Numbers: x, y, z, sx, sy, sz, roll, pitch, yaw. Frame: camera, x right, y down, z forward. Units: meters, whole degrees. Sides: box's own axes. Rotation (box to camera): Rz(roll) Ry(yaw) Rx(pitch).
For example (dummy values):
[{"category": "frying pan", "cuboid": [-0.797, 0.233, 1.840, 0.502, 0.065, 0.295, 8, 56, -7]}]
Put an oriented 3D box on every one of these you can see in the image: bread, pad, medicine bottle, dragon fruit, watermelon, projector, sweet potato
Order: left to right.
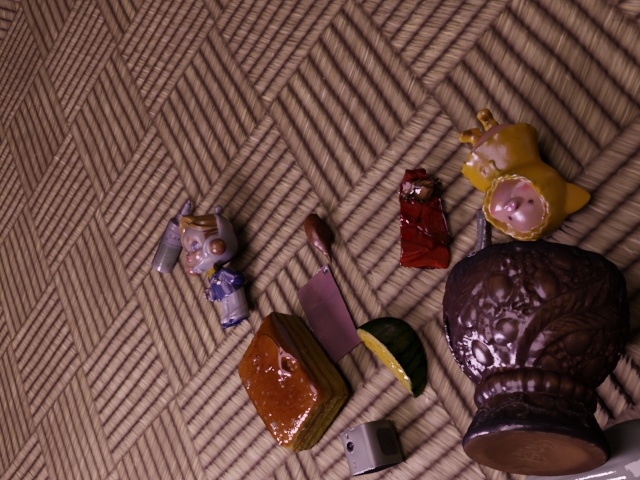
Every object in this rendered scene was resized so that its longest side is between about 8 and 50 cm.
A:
[{"category": "medicine bottle", "cuboid": [-0.365, -0.014, 2.007, 0.057, 0.058, 0.199, 42, 112, 40]}, {"category": "bread", "cuboid": [-0.065, 0.287, 1.632, 0.234, 0.111, 0.184, 50, 120, 36]}, {"category": "sweet potato", "cuboid": [0.000, 0.000, 1.650, 0.049, 0.049, 0.117, -44, 56, 32]}, {"category": "pad", "cuboid": [0.015, 0.155, 1.644, 0.113, 0.006, 0.187, -45, 56, 33]}, {"category": "projector", "cuboid": [0.094, 0.385, 1.480, 0.083, 0.083, 0.082, -34, 62, 36]}, {"category": "watermelon", "cuboid": [0.143, 0.195, 1.495, 0.181, 0.075, 0.092, 43, 158, 41]}, {"category": "dragon fruit", "cuboid": [0.191, -0.040, 1.470, 0.092, 0.122, 0.192, -1, 78, 5]}]

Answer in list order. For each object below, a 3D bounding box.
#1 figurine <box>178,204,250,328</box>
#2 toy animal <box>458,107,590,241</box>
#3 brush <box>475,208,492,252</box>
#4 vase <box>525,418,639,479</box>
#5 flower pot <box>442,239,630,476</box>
[{"category": "figurine", "cuboid": [-0.228, 0.057, 1.821, 0.274, 0.133, 0.194, 55, 145, 27]}, {"category": "toy animal", "cuboid": [0.314, -0.107, 1.300, 0.156, 0.156, 0.229, -42, 68, 33]}, {"category": "brush", "cuboid": [0.283, 0.103, 1.345, 0.051, 0.070, 0.323, -13, 73, 42]}, {"category": "vase", "cuboid": [0.408, 0.339, 1.154, 0.248, 0.128, 0.128, -35, 61, 46]}, {"category": "flower pot", "cuboid": [0.302, 0.176, 1.129, 0.267, 0.267, 0.267, -21, 48, 41]}]
